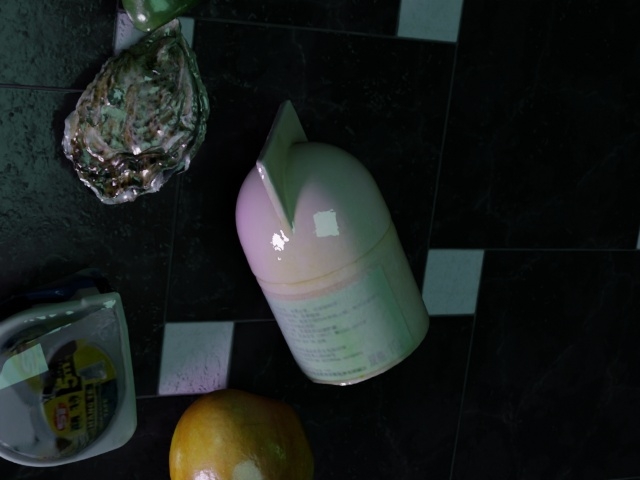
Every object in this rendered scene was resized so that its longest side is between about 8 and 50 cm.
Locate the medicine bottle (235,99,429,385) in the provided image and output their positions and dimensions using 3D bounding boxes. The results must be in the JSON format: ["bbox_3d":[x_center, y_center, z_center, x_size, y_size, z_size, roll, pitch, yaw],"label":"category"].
[{"bbox_3d":[0.000,0.000,2.016,0.236,0.236,0.406,-32,117,-18],"label":"medicine bottle"}]

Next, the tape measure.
[{"bbox_3d":[-0.401,0.199,1.910,0.262,0.138,0.259,-13,108,-25],"label":"tape measure"}]

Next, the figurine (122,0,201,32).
[{"bbox_3d":[-0.250,-0.431,1.834,0.185,0.127,0.234,-39,106,-28],"label":"figurine"}]

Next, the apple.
[{"bbox_3d":[-0.127,0.343,2.054,0.237,0.237,0.207,3,76,-30],"label":"apple"}]

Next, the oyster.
[{"bbox_3d":[-0.261,-0.184,1.908,0.268,0.112,0.198,-42,99,-3],"label":"oyster"}]
